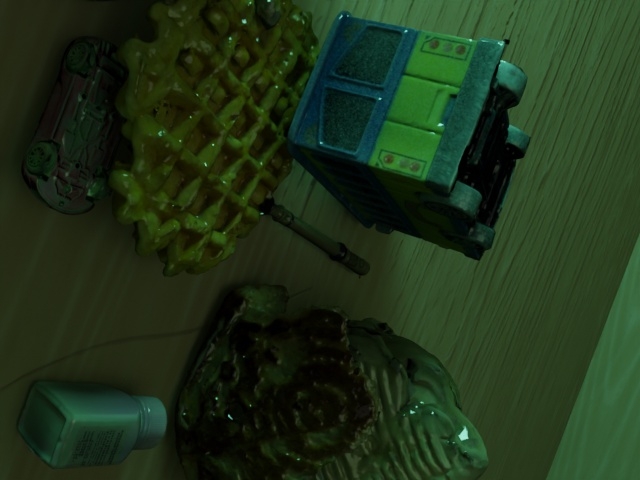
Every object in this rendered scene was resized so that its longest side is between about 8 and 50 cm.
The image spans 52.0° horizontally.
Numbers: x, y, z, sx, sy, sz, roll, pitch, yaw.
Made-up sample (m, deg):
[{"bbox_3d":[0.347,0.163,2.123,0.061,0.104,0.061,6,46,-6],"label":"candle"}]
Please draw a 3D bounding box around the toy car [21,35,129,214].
[{"bbox_3d":[-0.191,-0.091,0.519,0.069,0.055,0.142,35,70,-60],"label":"toy car"}]

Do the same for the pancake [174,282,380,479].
[{"bbox_3d":[-0.069,0.164,0.710,0.257,0.212,0.056,-32,171,1],"label":"pancake"}]

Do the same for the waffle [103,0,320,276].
[{"bbox_3d":[-0.086,-0.104,0.598,0.280,0.060,0.262,-34,138,-51],"label":"waffle"}]

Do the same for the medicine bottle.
[{"bbox_3d":[-0.203,0.168,0.603,0.118,0.074,0.055,18,92,-52],"label":"medicine bottle"}]

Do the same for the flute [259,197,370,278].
[{"bbox_3d":[0.000,0.000,0.802,0.233,0.027,0.027,33,81,-50],"label":"flute"}]

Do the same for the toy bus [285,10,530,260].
[{"bbox_3d":[0.110,-0.093,0.708,0.152,0.190,0.312,-69,158,-6],"label":"toy bus"}]

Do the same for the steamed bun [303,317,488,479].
[{"bbox_3d":[0.043,0.243,0.819,0.280,0.268,0.207,-55,175,3],"label":"steamed bun"}]
